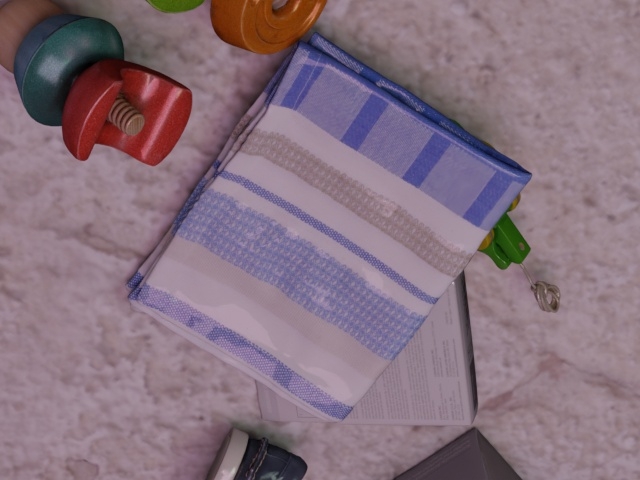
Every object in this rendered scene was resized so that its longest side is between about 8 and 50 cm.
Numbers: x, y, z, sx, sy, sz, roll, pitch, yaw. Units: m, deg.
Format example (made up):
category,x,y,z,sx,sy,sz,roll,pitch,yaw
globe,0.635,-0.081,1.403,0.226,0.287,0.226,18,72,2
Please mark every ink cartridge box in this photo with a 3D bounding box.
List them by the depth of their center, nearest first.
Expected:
category,x,y,z,sx,sy,sz,roll,pitch,yaw
ink cartridge box,0.033,0.082,1.573,0.179,0.045,0.145,1,121,16

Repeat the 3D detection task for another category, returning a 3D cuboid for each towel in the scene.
category,x,y,z,sx,sy,sz,roll,pitch,yaw
towel,0.000,0.000,1.480,0.209,0.034,0.285,32,120,-7

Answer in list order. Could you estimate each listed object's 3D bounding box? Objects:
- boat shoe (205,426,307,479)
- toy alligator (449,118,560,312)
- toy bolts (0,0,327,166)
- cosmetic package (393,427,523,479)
category,x,y,z,sx,sy,sz,roll,pitch,yaw
boat shoe,-0.085,0.276,1.634,0.079,0.095,0.254,22,107,-3
toy alligator,0.126,-0.015,1.510,0.051,0.056,0.189,-2,129,45
toy bolts,-0.132,-0.179,1.383,0.218,0.158,0.228,10,115,-56
cosmetic package,0.154,0.289,1.651,0.127,0.107,0.238,-33,113,14
